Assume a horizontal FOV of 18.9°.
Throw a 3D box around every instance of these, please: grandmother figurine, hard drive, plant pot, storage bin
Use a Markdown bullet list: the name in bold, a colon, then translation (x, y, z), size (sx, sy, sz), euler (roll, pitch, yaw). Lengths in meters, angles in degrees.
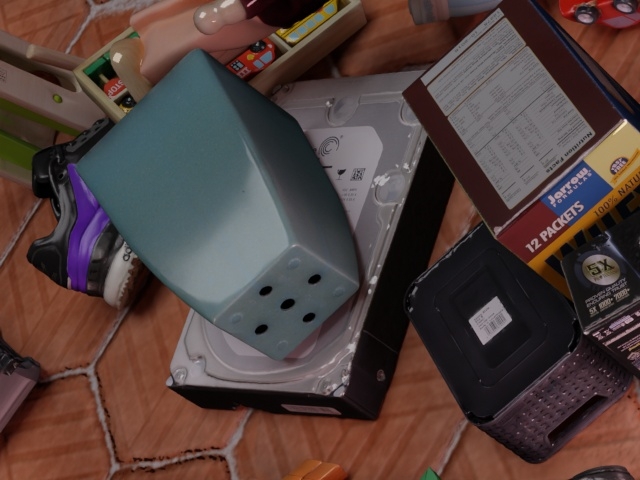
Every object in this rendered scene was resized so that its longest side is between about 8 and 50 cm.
- **grandmother figurine**: translation (-0.047, -0.231, 1.799), size (0.342, 0.104, 0.208), euler (-27, 9, 35)
- **hard drive**: translation (0.000, 0.000, 1.830), size (0.237, 0.064, 0.339), euler (0, 62, 43)
- **plant pot**: translation (-0.077, -0.018, 1.747), size (0.165, 0.166, 0.234), euler (-43, 48, 11)
- **storage bin**: translation (0.162, 0.080, 1.604), size (0.122, 0.084, 0.180), euler (-42, 41, 12)

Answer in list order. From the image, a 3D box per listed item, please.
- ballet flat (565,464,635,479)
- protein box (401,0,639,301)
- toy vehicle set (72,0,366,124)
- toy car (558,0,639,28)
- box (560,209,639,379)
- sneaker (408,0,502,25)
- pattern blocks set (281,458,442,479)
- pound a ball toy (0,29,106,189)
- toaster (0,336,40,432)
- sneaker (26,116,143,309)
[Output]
- **ballet flat**: translation (0.172, 0.224, 1.513), size (0.173, 0.057, 0.049), euler (-27, 52, 29)
- **protein box**: translation (0.206, -0.061, 1.570), size (0.136, 0.200, 0.201), euler (-42, 42, 13)
- **toy vehicle set**: translation (-0.104, -0.200, 1.993), size (0.267, 0.035, 0.166), euler (-39, 55, -13)
- **toy car**: translation (0.338, -0.217, 1.671), size (0.239, 0.053, 0.225), euler (-39, 43, 17)
- **box**: translation (0.300, 0.029, 1.459), size (0.180, 0.147, 0.077), euler (-34, 44, 23)
- **sneaker**: translation (0.150, -0.342, 1.910), size (0.150, 0.135, 0.366), euler (-6, 47, 5)
- **pattern blocks set**: translation (-0.035, 0.294, 1.621), size (0.325, 0.026, 0.285), euler (-28, 31, 19)
- **pound a ball toy**: translation (-0.342, -0.192, 2.130), size (0.208, 0.319, 0.136), euler (-43, 38, 35)
- **toaster**: translation (-0.400, 0.150, 2.055), size (0.227, 0.129, 0.146), euler (32, 90, 48)
- **sneaker**: translation (-0.227, -0.084, 2.020), size (0.146, 0.102, 0.293), euler (16, 69, 3)
